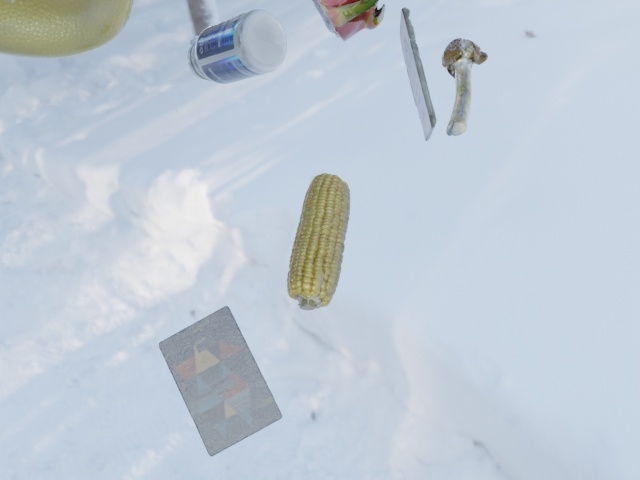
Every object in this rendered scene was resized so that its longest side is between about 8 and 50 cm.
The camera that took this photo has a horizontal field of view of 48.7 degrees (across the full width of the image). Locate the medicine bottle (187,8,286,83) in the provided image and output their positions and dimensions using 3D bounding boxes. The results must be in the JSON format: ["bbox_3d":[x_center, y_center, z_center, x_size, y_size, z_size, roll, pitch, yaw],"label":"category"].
[{"bbox_3d":[-0.155,-0.338,1.260,0.107,0.107,0.191,-36,24,-34],"label":"medicine bottle"}]

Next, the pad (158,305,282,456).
[{"bbox_3d":[-0.170,0.234,1.188,0.142,0.212,0.003,-29,-11,2],"label":"pad"}]

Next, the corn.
[{"bbox_3d":[0.000,0.000,0.914,0.068,0.068,0.208,0,54,16],"label":"corn"}]

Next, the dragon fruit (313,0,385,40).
[{"bbox_3d":[0.055,-0.655,1.772,0.189,0.291,0.291,-32,33,5],"label":"dragon fruit"}]

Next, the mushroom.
[{"bbox_3d":[0.203,-0.220,1.012,0.061,0.060,0.187,-31,40,43],"label":"mushroom"}]

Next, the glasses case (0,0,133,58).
[{"bbox_3d":[-0.432,-0.336,0.901,0.370,0.173,0.141,13,20,-17],"label":"glasses case"}]

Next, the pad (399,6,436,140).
[{"bbox_3d":[0.232,-0.393,1.716,0.018,0.284,0.286,-14,-1,4],"label":"pad"}]
